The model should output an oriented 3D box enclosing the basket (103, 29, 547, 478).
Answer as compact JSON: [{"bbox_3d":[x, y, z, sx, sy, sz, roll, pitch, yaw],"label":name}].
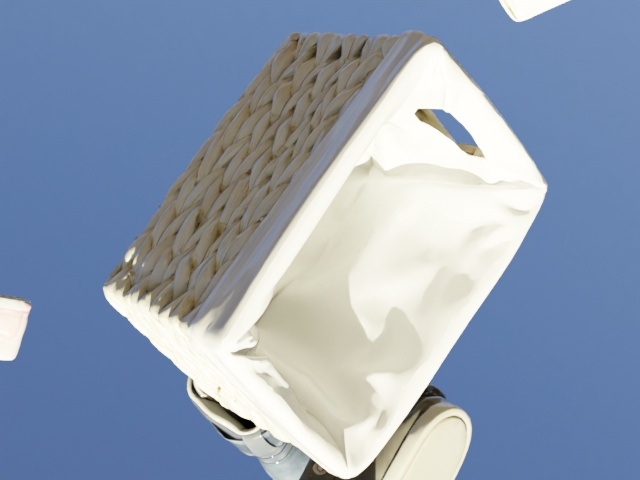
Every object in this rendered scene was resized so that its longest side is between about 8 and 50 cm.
[{"bbox_3d":[0.000,0.000,0.824,0.167,0.103,0.113,-55,-50,-16],"label":"basket"}]

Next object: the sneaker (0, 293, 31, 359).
[{"bbox_3d":[-0.331,0.076,1.706,0.134,0.070,0.051,10,-176,11],"label":"sneaker"}]

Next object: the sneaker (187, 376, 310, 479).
[{"bbox_3d":[-0.065,0.114,1.809,0.163,0.086,0.226,44,-156,-49],"label":"sneaker"}]

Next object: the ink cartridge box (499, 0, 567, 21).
[{"bbox_3d":[0.153,-0.307,1.182,0.207,0.117,0.283,-23,-115,7],"label":"ink cartridge box"}]

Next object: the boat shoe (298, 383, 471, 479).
[{"bbox_3d":[-0.002,0.255,1.478,0.095,0.335,0.112,27,172,38],"label":"boat shoe"}]
